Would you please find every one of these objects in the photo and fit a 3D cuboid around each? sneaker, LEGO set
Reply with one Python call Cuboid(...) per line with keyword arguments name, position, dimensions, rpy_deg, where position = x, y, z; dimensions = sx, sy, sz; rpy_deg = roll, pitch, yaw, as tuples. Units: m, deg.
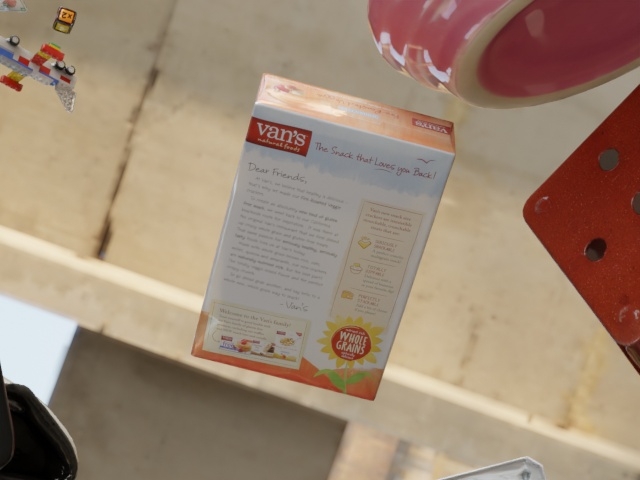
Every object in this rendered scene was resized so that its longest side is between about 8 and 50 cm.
Cuboid(name="sneaker", position=(-0.434, 0.130, 1.617), dimensions=(0.169, 0.447, 0.257), rpy_deg=(-60, 13, -19))
Cuboid(name="LEGO set", position=(-0.386, -0.226, 1.773), dimensions=(0.182, 0.244, 0.060), rpy_deg=(71, -154, -60))

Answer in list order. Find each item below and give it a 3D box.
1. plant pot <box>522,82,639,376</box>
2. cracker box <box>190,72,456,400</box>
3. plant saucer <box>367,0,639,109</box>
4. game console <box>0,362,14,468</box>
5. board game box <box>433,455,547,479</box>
Cuboid(name="plant pot", position=(0.335, 0.005, 1.315), dimensions=(0.267, 0.235, 0.267), rpy_deg=(-47, 47, 18))
Cuboid(name="cracker box", position=(0.000, 0.000, 1.205), dimensions=(0.067, 0.155, 0.232), rpy_deg=(-82, 7, -61))
Cuboid(name="plant saucer", position=(0.201, -0.199, 1.179), dimensions=(0.332, 0.332, 0.084), rpy_deg=(102, 149, -67))
Cuboid(name="game console", position=(-0.483, 0.096, 1.386), dimensions=(0.060, 0.386, 0.342), rpy_deg=(-3, 100, 58))
Cuboid(name="board game box", position=(0.100, 0.462, 1.631), dimensions=(0.050, 0.390, 0.390), rpy_deg=(10, -116, -78))
